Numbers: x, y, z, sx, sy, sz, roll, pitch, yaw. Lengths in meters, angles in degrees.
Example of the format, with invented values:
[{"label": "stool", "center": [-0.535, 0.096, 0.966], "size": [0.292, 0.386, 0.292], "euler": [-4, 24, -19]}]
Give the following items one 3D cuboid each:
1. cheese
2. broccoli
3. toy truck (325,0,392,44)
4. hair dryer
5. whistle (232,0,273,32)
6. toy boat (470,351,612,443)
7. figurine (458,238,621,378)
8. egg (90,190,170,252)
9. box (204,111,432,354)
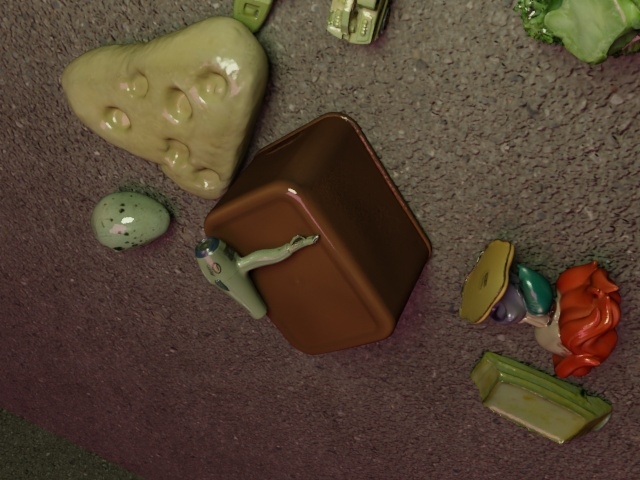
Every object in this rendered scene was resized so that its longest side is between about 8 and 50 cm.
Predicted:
[{"label": "cheese", "center": [-0.251, -0.263, 0.949], "size": [0.351, 0.129, 0.328], "euler": [35, 137, -7]}, {"label": "broccoli", "center": [0.351, -0.293, 0.617], "size": [0.269, 0.242, 0.261], "euler": [45, 155, 13]}, {"label": "toy truck", "center": [0.056, -0.356, 0.762], "size": [0.085, 0.116, 0.191], "euler": [18, 131, 8]}, {"label": "hair dryer", "center": [-0.081, 0.055, 0.891], "size": [0.199, 0.067, 0.167], "euler": [-6, 133, 13]}, {"label": "whistle", "center": [-0.067, -0.397, 0.772], "size": [0.141, 0.141, 0.294], "euler": [27, 132, 2]}, {"label": "toy boat", "center": [0.439, 0.323, 1.139], "size": [0.277, 0.084, 0.111], "euler": [24, 129, 6]}, {"label": "figurine", "center": [0.388, 0.116, 0.949], "size": [0.257, 0.181, 0.208], "euler": [25, 103, -5]}, {"label": "egg", "center": [-0.396, -0.038, 1.191], "size": [0.164, 0.131, 0.131], "euler": [3, 126, 12]}, {"label": "box", "center": [0.000, 0.000, 0.984], "size": [0.240, 0.229, 0.339], "euler": [-20, 114, 36]}]
